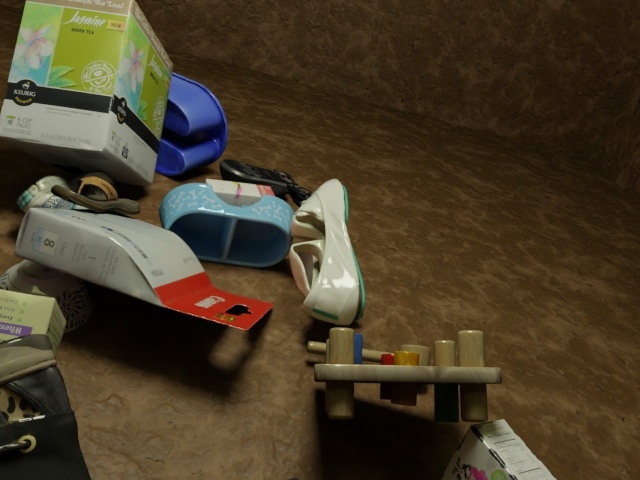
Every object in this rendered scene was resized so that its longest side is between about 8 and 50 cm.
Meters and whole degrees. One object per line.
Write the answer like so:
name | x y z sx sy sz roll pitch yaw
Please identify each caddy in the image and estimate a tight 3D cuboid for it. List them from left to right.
caddy | -0.412 -0.323 1.635 0.341 0.241 0.179 26 34 15

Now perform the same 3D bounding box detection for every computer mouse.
computer mouse | -0.161 -0.148 1.651 0.272 0.072 0.188 12 23 -39

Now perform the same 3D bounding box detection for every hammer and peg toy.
hammer and peg toy | 0.109 0.220 0.971 0.266 0.127 0.361 1 -14 -1

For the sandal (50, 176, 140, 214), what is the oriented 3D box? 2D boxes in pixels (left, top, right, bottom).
sandal | -0.413 -0.087 1.137 0.090 0.060 0.219 18 3 22

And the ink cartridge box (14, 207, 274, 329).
ink cartridge box | -0.273 0.039 1.072 0.385 0.091 0.308 17 3 3

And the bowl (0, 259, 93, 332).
bowl | -0.467 0.077 1.017 0.170 0.080 0.170 14 26 -7

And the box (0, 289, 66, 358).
box | -0.434 0.173 0.683 0.214 0.117 0.242 12 66 -11

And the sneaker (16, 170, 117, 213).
sneaker | -0.505 -0.063 1.266 0.122 0.110 0.283 55 16 -2

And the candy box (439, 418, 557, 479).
candy box | 0.248 0.369 0.805 0.070 0.164 0.196 1 31 -32

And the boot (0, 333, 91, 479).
boot | -0.363 0.283 0.521 0.377 0.138 0.284 -28 89 -31

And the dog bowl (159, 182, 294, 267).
dog bowl | -0.194 -0.023 1.294 0.297 0.166 0.074 9 39 -17

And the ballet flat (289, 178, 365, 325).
ballet flat | 0.000 0.000 1.234 0.139 0.139 0.400 10 41 -15

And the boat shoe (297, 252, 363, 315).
boat shoe | 0.017 0.093 1.294 0.070 0.077 0.219 -1 41 -32

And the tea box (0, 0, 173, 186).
tea box | -0.489 -0.318 1.324 0.220 0.323 0.329 7 -6 1

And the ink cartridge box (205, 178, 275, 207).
ink cartridge box | -0.217 -0.076 1.416 0.198 0.115 0.067 6 30 -24

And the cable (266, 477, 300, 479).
cable | -0.054 0.364 0.763 0.185 0.047 0.150 6 29 -21
